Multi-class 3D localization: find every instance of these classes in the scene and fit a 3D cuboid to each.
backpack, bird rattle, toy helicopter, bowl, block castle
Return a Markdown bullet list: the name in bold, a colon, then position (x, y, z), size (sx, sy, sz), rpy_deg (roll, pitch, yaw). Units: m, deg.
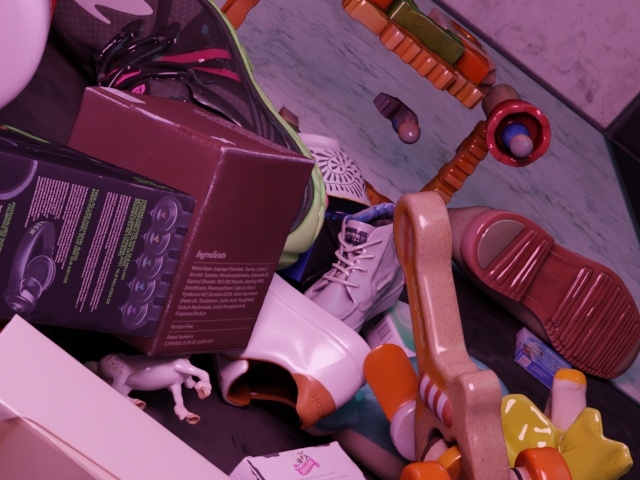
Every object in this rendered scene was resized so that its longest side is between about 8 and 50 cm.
- **backpack**: position (0.000, 0.000, 1.957), size (0.101, 0.098, 0.120), rpy_deg (35, 15, 37)
- **bird rattle**: position (0.247, 0.251, 1.677), size (0.143, 0.253, 0.207), rpy_deg (4, 39, 12)
- **toy helicopter**: position (0.115, 0.131, 1.539), size (0.140, 0.235, 0.355), rpy_deg (-6, 80, -13)
- **bowl**: position (-0.016, -0.085, 1.988), size (0.170, 0.080, 0.170), rpy_deg (7, -6, 1)
- **block castle**: position (0.049, -0.177, 2.114), size (0.453, 0.303, 0.213), rpy_deg (36, 15, -15)

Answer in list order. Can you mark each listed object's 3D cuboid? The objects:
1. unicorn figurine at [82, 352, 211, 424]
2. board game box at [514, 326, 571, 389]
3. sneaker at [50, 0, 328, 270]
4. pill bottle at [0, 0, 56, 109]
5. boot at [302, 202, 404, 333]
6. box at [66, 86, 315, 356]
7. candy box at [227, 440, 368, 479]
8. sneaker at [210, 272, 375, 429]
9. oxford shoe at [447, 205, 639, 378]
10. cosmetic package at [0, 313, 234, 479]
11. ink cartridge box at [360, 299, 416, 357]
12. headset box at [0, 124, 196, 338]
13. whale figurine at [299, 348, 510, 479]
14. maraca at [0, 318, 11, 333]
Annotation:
- **unicorn figurine**: position (-0.149, 0.127, 1.491), size (0.162, 0.060, 0.111), rpy_deg (15, 22, -39)
- **board game box**: position (0.310, 0.170, 2.267), size (0.090, 0.020, 0.090), rpy_deg (39, 19, -6)
- **sneaker**: position (-0.177, -0.170, 1.870), size (0.483, 0.185, 0.202), rpy_deg (48, 21, 25)
- **pill bottle**: position (-0.381, -0.299, 1.701), size (0.229, 0.229, 0.407), rpy_deg (33, 23, -20)
- **boot**: position (0.025, 0.036, 1.832), size (0.095, 0.123, 0.258), rpy_deg (14, 23, 19)
- **box**: position (-0.141, -0.016, 1.527), size (0.168, 0.203, 0.167), rpy_deg (26, 11, 28)
- **candy box**: position (0.011, 0.280, 1.459), size (0.196, 0.070, 0.165), rpy_deg (51, 23, 22)
- **sneaker**: position (-0.091, 0.084, 1.635), size (0.290, 0.123, 0.106), rpy_deg (32, -29, 28)
- **oxford shoe**: position (0.319, 0.062, 2.344), size (0.397, 0.140, 0.146), rpy_deg (41, -7, -33)
- **cosmetic package**: position (-0.153, 0.218, 1.174), size (0.309, 0.160, 0.113), rpy_deg (37, 22, -8)
- **ink cartridge box**: position (0.160, 0.169, 1.966), size (0.225, 0.056, 0.181), rpy_deg (22, 28, -37)
- **headset box**: position (-0.280, -0.026, 1.343), size (0.246, 0.131, 0.283), rpy_deg (21, 5, 39)
- **whale figurine**: position (0.093, 0.175, 1.711), size (0.272, 0.141, 0.216), rpy_deg (24, 27, -31)
- **maraca**: position (-0.283, 0.100, 1.274), size (0.186, 0.099, 0.127), rpy_deg (18, 18, -4)
